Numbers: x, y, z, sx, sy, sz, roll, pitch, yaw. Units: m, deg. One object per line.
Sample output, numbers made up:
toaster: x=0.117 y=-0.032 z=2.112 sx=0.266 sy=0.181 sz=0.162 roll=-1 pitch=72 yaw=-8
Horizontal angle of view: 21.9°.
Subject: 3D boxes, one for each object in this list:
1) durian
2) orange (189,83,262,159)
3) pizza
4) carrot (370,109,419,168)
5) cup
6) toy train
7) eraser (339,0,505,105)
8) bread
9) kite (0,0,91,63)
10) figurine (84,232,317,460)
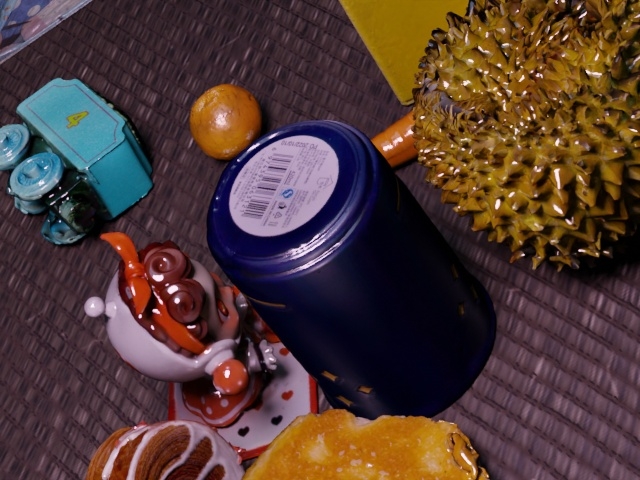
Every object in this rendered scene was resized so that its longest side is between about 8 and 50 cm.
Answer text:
durian: x=0.209 y=-0.111 z=1.463 sx=0.258 sy=0.258 sz=0.293 roll=-5 pitch=39 yaw=28
orange: x=-0.099 y=-0.126 z=1.759 sx=0.083 sy=0.070 sz=0.083 roll=-30 pitch=33 yaw=22
pizza: x=0.061 y=0.233 z=1.391 sx=0.297 sy=0.071 sz=0.189 roll=5 pitch=47 yaw=30
carrot: x=0.125 y=-0.133 z=1.642 sx=0.271 sy=0.066 sz=0.062 roll=-46 pitch=18 yaw=5
cup: x=-0.007 y=0.019 z=1.466 sx=0.255 sy=0.256 sz=0.178 roll=14 pitch=64 yaw=38
toy train: x=-0.277 y=-0.087 z=1.814 sx=0.154 sy=0.107 sz=0.198 roll=-39 pitch=45 yaw=-12
eraser: x=0.102 y=-0.246 z=1.631 sx=0.158 sy=0.226 sz=0.069 roll=-33 pitch=54 yaw=3
bread: x=-0.131 y=0.231 z=1.446 sx=0.073 sy=0.160 sz=0.160 roll=-19 pitch=46 yaw=42
kite: x=-0.367 y=-0.356 z=2.132 sx=0.406 sy=0.014 sz=0.368 roll=5 pitch=60 yaw=33
figurine: x=-0.125 y=0.074 z=1.514 sx=0.160 sy=0.226 sz=0.183 roll=-20 pitch=49 yaw=18
